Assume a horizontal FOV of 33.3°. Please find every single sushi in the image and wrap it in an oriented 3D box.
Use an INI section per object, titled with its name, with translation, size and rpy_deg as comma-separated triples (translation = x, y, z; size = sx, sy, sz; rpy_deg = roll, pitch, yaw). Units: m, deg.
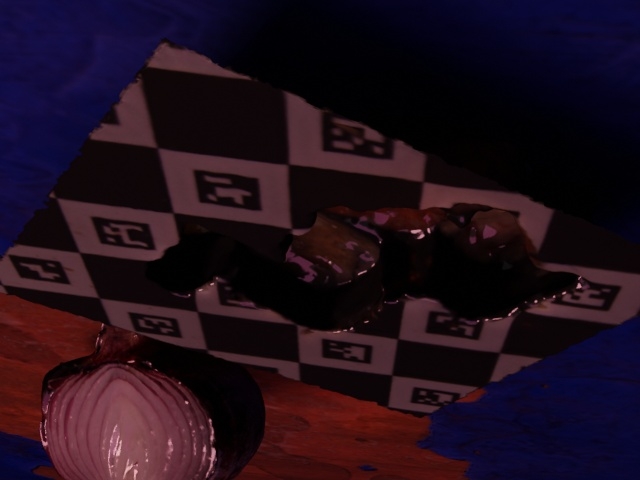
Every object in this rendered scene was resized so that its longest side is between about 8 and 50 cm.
[sushi]
translation = 0.000, 0.000, 0.570
size = 0.294, 0.059, 0.292
rpy_deg = 20, 150, -20

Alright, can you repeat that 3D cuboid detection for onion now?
[onion]
translation = -0.117, 0.121, 0.801
size = 0.206, 0.151, 0.098
rpy_deg = 0, -173, 39
